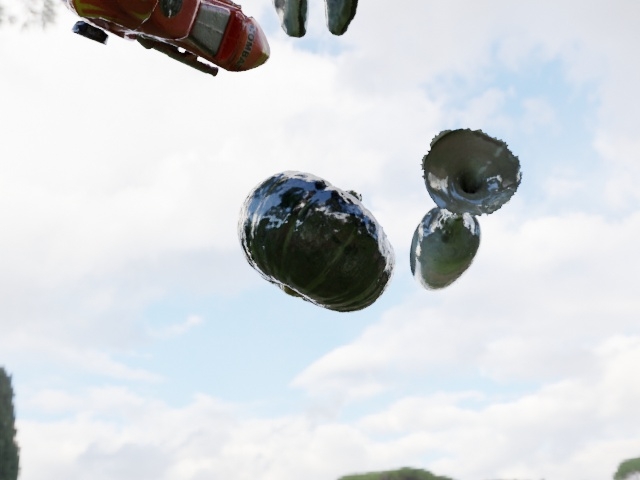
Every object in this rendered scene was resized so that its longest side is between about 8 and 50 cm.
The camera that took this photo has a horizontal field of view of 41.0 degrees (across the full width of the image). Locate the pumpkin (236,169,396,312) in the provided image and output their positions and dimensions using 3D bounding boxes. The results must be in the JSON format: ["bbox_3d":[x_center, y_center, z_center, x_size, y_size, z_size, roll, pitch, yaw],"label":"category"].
[{"bbox_3d":[-0.002,0.000,1.046,0.211,0.152,0.211,25,-2,1],"label":"pumpkin"}]

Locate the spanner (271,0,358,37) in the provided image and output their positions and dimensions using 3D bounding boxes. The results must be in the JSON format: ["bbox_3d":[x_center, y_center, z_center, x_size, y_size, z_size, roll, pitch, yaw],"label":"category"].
[{"bbox_3d":[-0.027,-0.239,0.386,0.017,0.302,0.071,-13,4,-32],"label":"spanner"}]

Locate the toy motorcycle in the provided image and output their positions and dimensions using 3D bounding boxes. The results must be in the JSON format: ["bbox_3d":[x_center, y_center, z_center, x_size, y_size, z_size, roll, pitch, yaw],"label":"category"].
[{"bbox_3d":[-0.179,-0.231,0.815,0.171,0.089,0.298,16,2,29],"label":"toy motorcycle"}]

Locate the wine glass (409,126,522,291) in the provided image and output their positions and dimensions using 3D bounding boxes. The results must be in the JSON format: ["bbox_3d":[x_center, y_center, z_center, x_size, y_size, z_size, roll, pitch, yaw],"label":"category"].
[{"bbox_3d":[0.110,-0.010,0.727,0.074,0.074,0.262,-3,-18,0],"label":"wine glass"}]
